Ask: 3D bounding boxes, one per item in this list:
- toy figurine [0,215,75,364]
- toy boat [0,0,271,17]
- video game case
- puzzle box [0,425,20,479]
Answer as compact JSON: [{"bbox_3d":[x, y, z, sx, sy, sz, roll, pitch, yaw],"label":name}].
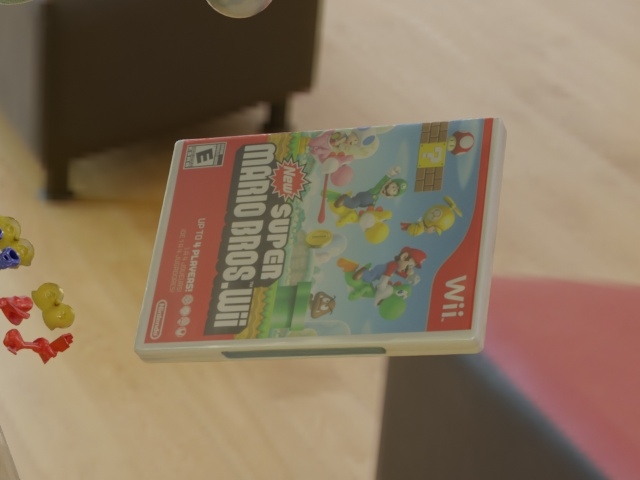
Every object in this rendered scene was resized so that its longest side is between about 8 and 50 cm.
[{"bbox_3d":[-0.487,0.039,2.387,0.362,0.217,0.191,56,20,4],"label":"toy figurine"},{"bbox_3d":[-0.182,-0.274,1.652,0.318,0.267,0.148,9,50,-33],"label":"toy boat"},{"bbox_3d":[0.000,0.000,1.592,0.285,0.025,0.204,-3,58,20],"label":"video game case"},{"bbox_3d":[-0.383,0.344,1.922,0.052,0.272,0.409,-14,-11,-42],"label":"puzzle box"}]
